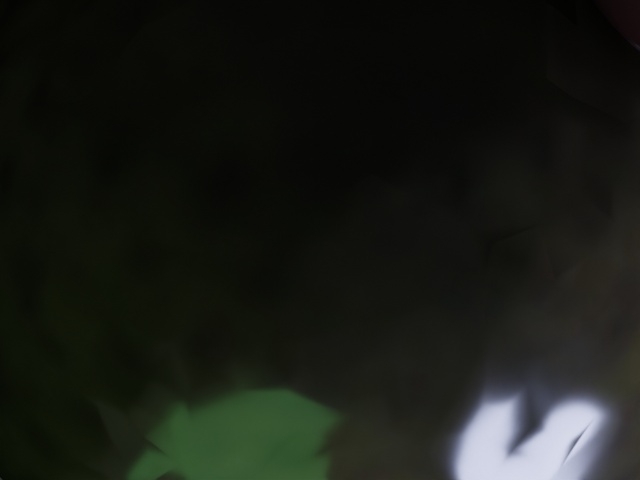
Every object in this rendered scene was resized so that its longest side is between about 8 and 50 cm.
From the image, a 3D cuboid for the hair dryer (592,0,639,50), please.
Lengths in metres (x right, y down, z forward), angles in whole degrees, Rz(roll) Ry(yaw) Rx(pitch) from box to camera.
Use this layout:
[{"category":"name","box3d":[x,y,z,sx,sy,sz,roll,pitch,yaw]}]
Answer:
[{"category":"hair dryer","box3d":[0.291,-0.138,0.723,0.340,0.123,0.312,-19,155,40]}]

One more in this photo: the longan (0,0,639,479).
[{"category":"longan","box3d":[0.000,0.000,0.899,0.391,0.391,0.391,13,161,4]}]
